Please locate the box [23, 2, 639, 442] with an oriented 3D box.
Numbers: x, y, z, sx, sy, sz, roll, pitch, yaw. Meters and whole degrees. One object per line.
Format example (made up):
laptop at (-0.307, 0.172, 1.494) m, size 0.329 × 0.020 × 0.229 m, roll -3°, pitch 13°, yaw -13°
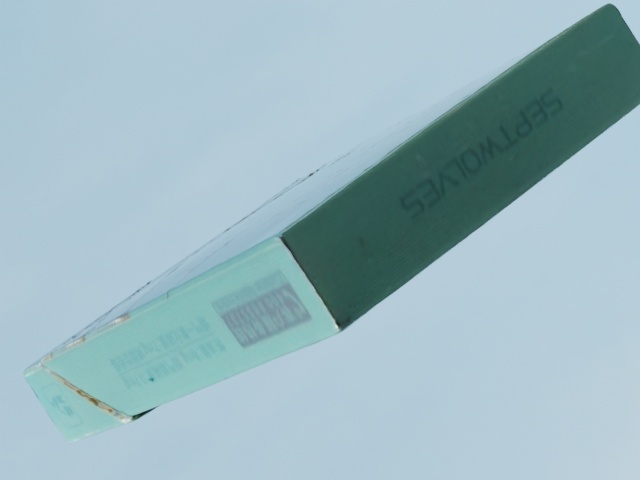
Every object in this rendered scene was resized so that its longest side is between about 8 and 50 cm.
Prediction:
box at (0.000, 0.000, 0.700) m, size 0.162 × 0.229 × 0.041 m, roll -35°, pitch -86°, yaw -32°
